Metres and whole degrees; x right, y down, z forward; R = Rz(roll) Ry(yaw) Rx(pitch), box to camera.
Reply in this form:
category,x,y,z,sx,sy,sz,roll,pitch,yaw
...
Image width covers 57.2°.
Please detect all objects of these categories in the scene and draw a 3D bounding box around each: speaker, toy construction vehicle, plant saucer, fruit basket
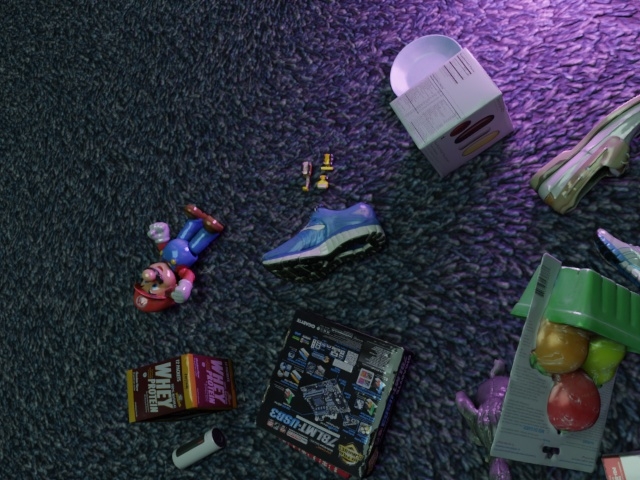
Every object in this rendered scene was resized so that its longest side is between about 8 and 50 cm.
category,x,y,z,sx,sy,sz,roll,pitch,yaw
speaker,-0.310,0.532,1.503,0.136,0.055,0.055,-32,63,16
toy construction vehicle,-0.007,-0.180,1.572,0.086,0.035,0.098,-1,77,15
plant saucer,0.274,-0.426,1.493,0.195,0.037,0.195,-8,71,26
fruit basket,0.444,0.231,1.074,0.165,0.327,0.353,16,87,57

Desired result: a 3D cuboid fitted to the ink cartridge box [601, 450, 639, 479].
category,x,y,z,sx,sy,sz,roll,pitch,yaw
ink cartridge box,0.585,0.408,1.054,0.135,0.099,0.056,-16,69,23

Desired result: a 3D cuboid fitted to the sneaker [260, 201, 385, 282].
category,x,y,z,sx,sy,sz,roll,pitch,yaw
sneaker,0.000,0.000,1.477,0.330,0.130,0.147,-21,53,17

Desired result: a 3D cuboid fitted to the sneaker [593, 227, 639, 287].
category,x,y,z,sx,sy,sz,roll,pitch,yaw
sneaker,0.632,0.036,1.165,0.083,0.071,0.190,-43,69,3

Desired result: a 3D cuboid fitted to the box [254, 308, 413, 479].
category,x,y,z,sx,sy,sz,roll,pitch,yaw
box,0.026,0.339,1.341,0.295,0.073,0.293,16,84,30

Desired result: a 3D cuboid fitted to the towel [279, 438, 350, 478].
category,x,y,z,sx,sy,sz,roll,pitch,yaw
towel,-0.005,0.410,1.396,0.275,0.031,0.199,20,85,31

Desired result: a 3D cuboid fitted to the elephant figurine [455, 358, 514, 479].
category,x,y,z,sx,sy,sz,roll,pitch,yaw
elephant figurine,0.341,0.340,1.117,0.186,0.239,0.169,37,95,31

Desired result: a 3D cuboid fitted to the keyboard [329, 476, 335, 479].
category,x,y,z,sx,sy,sz,roll,pitch,yaw
keyboard,0.079,0.604,1.302,0.180,0.023,0.108,34,99,30

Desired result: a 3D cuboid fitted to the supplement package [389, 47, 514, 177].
category,x,y,z,sx,sy,sz,roll,pitch,yaw
supplement package,0.304,-0.283,1.345,0.203,0.194,0.149,-35,63,15

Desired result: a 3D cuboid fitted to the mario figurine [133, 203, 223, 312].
category,x,y,z,sx,sy,sz,roll,pitch,yaw
mario figurine,-0.414,0.052,1.624,0.320,0.170,0.198,-58,25,-7

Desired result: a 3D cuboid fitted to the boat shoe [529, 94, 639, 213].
category,x,y,z,sx,sy,sz,roll,pitch,yaw
boat shoe,0.592,-0.176,1.223,0.302,0.113,0.103,-43,62,22

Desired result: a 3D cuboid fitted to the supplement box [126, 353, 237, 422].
category,x,y,z,sx,sy,sz,roll,pitch,yaw
supplement box,-0.348,0.377,1.487,0.194,0.191,0.129,-18,68,21
